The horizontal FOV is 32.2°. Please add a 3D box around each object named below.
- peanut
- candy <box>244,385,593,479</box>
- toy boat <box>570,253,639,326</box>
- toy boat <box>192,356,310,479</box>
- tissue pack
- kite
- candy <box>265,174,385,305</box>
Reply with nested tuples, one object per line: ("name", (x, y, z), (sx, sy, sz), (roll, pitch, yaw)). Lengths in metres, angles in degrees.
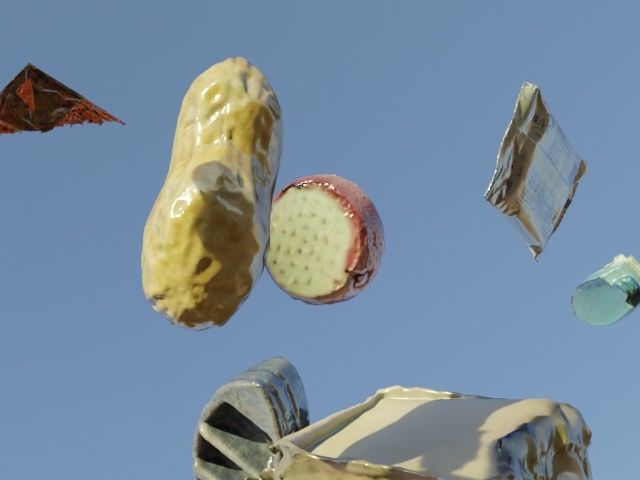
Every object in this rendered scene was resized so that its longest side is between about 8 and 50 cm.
("peanut", (-0.062, -0.031, 0.662), (0.080, 0.175, 0.080), (8, -21, 3))
("candy", (0.076, 0.184, 0.743), (0.195, 0.184, 0.137), (0, -82, 33))
("toy boat", (0.479, 0.078, 1.787), (0.102, 0.215, 0.088), (-37, -100, -20))
("toy boat", (-0.080, 0.234, 1.272), (0.127, 0.078, 0.283), (38, -41, 19))
("tissue pack", (0.218, -0.063, 1.112), (0.193, 0.026, 0.123), (38, -103, -55))
("kite", (-0.353, -0.173, 1.368), (0.222, 0.008, 0.125), (-9, -35, -14))
("candy", (0.000, 0.000, 0.857), (0.043, 0.103, 0.103), (-2, -48, -54))
